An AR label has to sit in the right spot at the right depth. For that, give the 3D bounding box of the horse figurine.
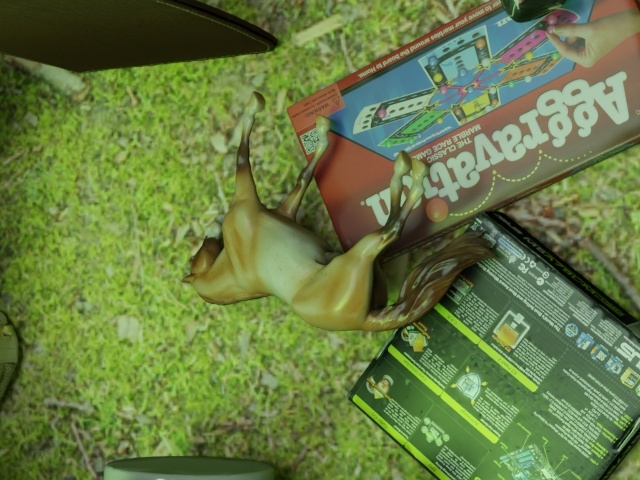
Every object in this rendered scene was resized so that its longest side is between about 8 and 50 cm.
[{"bbox_3d":[0.000,0.000,1.153,0.263,0.066,0.174,25,99,36],"label":"horse figurine"}]

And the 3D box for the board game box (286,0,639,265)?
[{"bbox_3d":[0.120,-0.096,1.154,0.281,0.027,0.145,-26,79,21],"label":"board game box"}]

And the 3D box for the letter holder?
[{"bbox_3d":[-0.176,-0.226,1.141,0.215,0.302,0.152,-1,87,24],"label":"letter holder"}]

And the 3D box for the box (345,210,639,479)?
[{"bbox_3d":[0.142,0.105,1.124,0.191,0.045,0.184,40,109,20],"label":"box"}]

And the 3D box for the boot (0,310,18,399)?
[{"bbox_3d":[-0.337,0.056,1.257,0.095,0.203,0.261,16,101,33],"label":"boot"}]

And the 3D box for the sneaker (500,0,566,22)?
[{"bbox_3d":[0.135,-0.234,1.129,0.077,0.072,0.178,-31,54,46],"label":"sneaker"}]

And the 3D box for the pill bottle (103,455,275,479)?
[{"bbox_3d":[-0.103,0.310,1.166,0.162,0.162,0.278,1,89,24],"label":"pill bottle"}]
